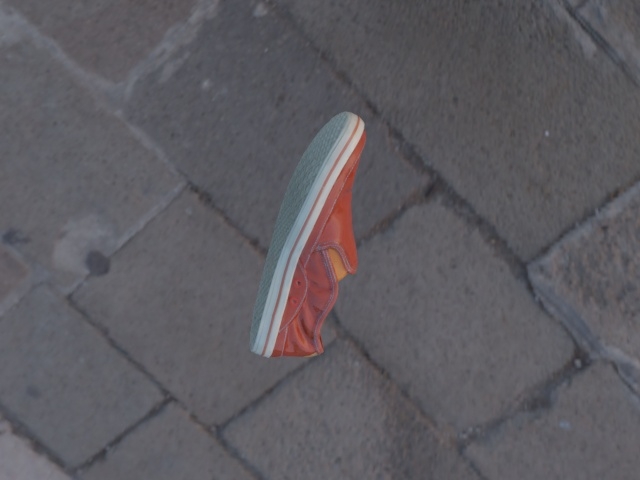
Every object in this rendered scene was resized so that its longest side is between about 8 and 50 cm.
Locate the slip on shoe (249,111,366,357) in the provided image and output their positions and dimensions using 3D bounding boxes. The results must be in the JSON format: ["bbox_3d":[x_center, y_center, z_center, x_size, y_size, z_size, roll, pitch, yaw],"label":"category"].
[{"bbox_3d":[0.000,0.000,1.374,0.101,0.123,0.331,12,114,-11],"label":"slip on shoe"}]
